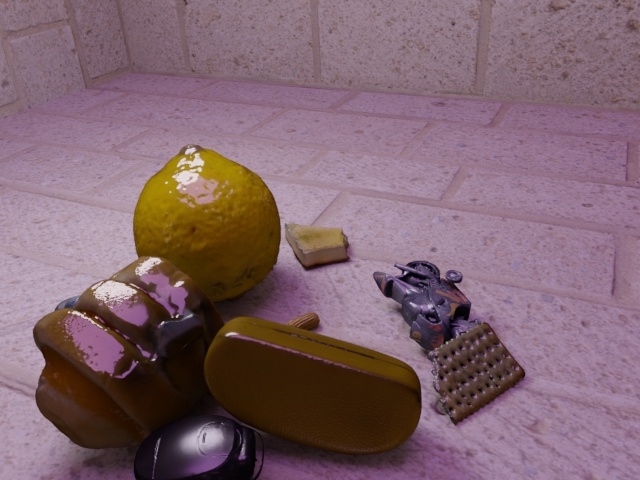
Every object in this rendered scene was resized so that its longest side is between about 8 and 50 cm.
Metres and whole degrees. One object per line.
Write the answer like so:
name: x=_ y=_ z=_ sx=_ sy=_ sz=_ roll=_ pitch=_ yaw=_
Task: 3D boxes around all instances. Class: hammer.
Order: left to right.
hammer: x=-0.519 y=0.150 z=1.386 sx=0.116 sy=0.070 sz=0.193 roll=-18 pitch=1 yaw=40

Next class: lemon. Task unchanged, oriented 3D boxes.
lemon: x=-0.270 y=-0.035 z=1.397 sx=0.349 sy=0.388 sz=0.350 roll=-15 pitch=15 yaw=4

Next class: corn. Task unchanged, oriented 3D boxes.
corn: x=-0.043 y=0.188 z=1.313 sx=0.092 sy=0.037 sz=0.037 roll=-21 pitch=34 yaw=-24

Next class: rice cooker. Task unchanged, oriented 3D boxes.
rice cooker: x=-0.191 y=0.358 z=0.939 sx=0.202 sy=0.119 sz=0.142 roll=-3 pitch=29 yaw=1

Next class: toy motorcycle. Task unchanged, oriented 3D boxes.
toy motorcycle: x=0.243 y=0.146 z=1.287 sx=0.173 sy=0.108 sz=0.307 roll=-13 pitch=37 yaw=-20

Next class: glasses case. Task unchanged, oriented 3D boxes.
glasses case: x=-0.014 y=0.252 z=1.022 sx=0.371 sy=0.173 sz=0.141 roll=16 pitch=13 yaw=2

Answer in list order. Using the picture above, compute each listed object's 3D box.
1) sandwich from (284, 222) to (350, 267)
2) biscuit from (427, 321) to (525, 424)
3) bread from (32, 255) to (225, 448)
sandwich: x=0.000 y=0.000 z=1.626 sx=0.162 sy=0.058 sz=0.193 roll=-10 pitch=28 yaw=-17
biscuit: x=0.290 y=0.246 z=1.133 sx=0.203 sy=0.016 sz=0.144 roll=-21 pitch=65 yaw=-27
bread: x=-0.326 y=0.198 z=1.041 sx=0.341 sy=0.301 sz=0.210 roll=-33 pitch=-1 yaw=-43
